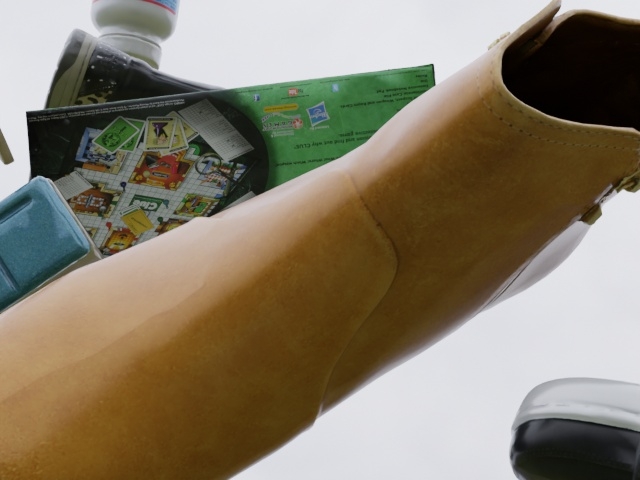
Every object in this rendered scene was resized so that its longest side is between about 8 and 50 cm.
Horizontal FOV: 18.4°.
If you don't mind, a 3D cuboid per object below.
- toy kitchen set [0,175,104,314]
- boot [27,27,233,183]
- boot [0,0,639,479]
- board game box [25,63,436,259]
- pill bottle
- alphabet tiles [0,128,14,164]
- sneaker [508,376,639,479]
[{"bbox_3d":[-0.147,0.067,1.020,0.122,0.207,0.166,-34,-14,-4],"label":"toy kitchen set"},{"bbox_3d":[-0.148,-0.059,1.649,0.179,0.085,0.236,15,-45,-3],"label":"boot"},{"bbox_3d":[0.001,0.001,0.716,0.295,0.104,0.211,-22,-16,-41],"label":"boot"},{"bbox_3d":[-0.049,-0.029,1.237,0.260,0.136,0.030,-6,-12,2],"label":"board game box"},{"bbox_3d":[-0.181,-0.250,1.963,0.087,0.160,0.087,7,-15,2],"label":"pill bottle"},{"bbox_3d":[-0.271,-0.171,1.214,0.009,0.237,0.198,-32,-51,-16],"label":"alphabet tiles"},{"bbox_3d":[0.138,0.133,0.603,0.217,0.121,0.079,24,-24,17],"label":"sneaker"}]
